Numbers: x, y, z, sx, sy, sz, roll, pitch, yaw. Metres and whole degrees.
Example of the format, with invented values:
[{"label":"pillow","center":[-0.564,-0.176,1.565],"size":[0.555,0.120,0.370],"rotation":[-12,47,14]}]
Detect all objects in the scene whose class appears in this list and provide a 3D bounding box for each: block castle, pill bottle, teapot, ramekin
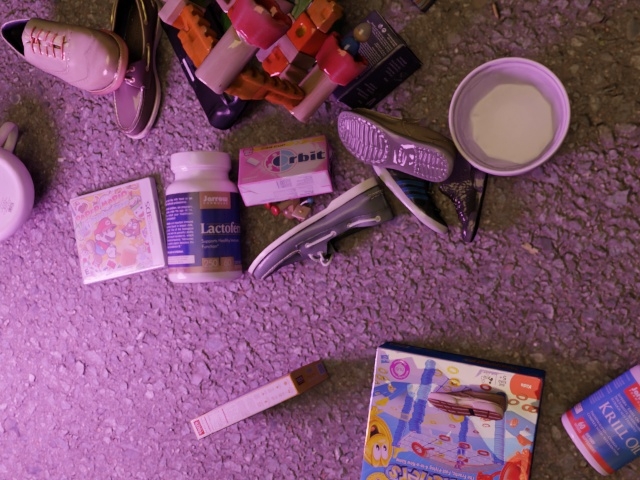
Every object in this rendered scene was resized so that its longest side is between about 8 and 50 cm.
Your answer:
[{"label":"block castle","center":[-0.125,-0.438,1.189],"size":[0.213,0.303,0.453],"rotation":[-45,61,24]},{"label":"pill bottle","center":[0.535,0.288,1.175],"size":[0.221,0.124,0.124],"rotation":[-41,77,15]},{"label":"teapot","center":[-0.791,-0.118,1.637],"size":[0.256,0.187,0.252],"rotation":[-25,101,-8]},{"label":"pill bottle","center":[-0.243,-0.047,1.444],"size":[0.153,0.153,0.264],"rotation":[-3,89,20]},{"label":"ramekin","center":[0.343,-0.216,1.254],"size":[0.207,0.109,0.207],"rotation":[0,90,21]}]

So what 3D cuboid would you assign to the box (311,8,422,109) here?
[{"label":"box","center":[0.091,-0.333,1.321],"size":[0.158,0.156,0.093],"rotation":[-39,77,16]}]

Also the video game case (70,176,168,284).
[{"label":"video game case","center":[-0.463,-0.020,1.592],"size":[0.227,0.026,0.206],"rotation":[-13,85,20]}]

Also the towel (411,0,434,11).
[{"label":"towel","center":[0.220,-0.646,1.258],"size":[0.271,0.040,0.370],"rotation":[34,104,-23]}]

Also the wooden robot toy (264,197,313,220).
[{"label":"wooden robot toy","center":[-0.077,-0.072,1.427],"size":[0.076,0.079,0.173],"rotation":[-35,54,-21]}]

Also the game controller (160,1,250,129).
[{"label":"game controller","center":[-0.247,-0.394,1.469],"size":[0.319,0.067,0.166],"rotation":[64,151,9]}]

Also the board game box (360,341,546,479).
[{"label":"board game box","center":[0.242,0.368,1.302],"size":[0.308,0.086,0.301],"rotation":[7,92,20]}]

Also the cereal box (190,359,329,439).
[{"label":"cereal box","center":[-0.118,0.315,1.388],"size":[0.240,0.173,0.047],"rotation":[-28,82,18]}]

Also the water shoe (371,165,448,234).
[{"label":"water shoe","center":[0.185,-0.101,1.331],"size":[0.080,0.073,0.203],"rotation":[-44,76,9]}]

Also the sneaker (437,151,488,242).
[{"label":"sneaker","center":[0.263,-0.086,1.316],"size":[0.089,0.051,0.170],"rotation":[12,89,20]}]

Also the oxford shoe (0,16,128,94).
[{"label":"oxford shoe","center":[-0.559,-0.405,1.504],"size":[0.397,0.146,0.140],"rotation":[20,101,40]}]

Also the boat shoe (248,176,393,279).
[{"label":"boat shoe","center":[0.000,0.000,1.377],"size":[0.319,0.116,0.099],"rotation":[-35,87,12]}]

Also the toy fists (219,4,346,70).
[{"label":"toy fists","center":[-0.083,-0.433,1.421],"size":[0.279,0.096,0.142],"rotation":[27,91,20]}]

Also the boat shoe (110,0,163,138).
[{"label":"boat shoe","center":[-0.419,-0.392,1.539],"size":[0.117,0.097,0.324],"rotation":[8,92,20]}]

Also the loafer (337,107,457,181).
[{"label":"loafer","center":[0.146,-0.185,1.304],"size":[0.251,0.087,0.094],"rotation":[28,133,22]}]

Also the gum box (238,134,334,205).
[{"label":"gum box","center":[-0.064,-0.141,1.383],"size":[0.188,0.062,0.107],"rotation":[-9,49,7]}]

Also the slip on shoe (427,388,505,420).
[{"label":"slip on shoe","center":[0.259,0.283,1.230],"size":[0.135,0.051,0.041],"rotation":[3,51,28]}]
